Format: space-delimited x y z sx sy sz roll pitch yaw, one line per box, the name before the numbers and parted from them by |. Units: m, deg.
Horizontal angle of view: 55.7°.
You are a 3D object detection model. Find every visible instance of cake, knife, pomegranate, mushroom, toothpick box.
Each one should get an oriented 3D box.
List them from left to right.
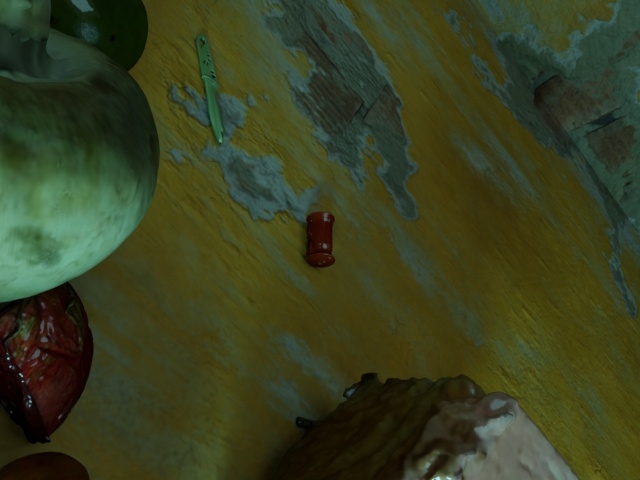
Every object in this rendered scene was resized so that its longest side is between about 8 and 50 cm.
mushroom | -0.297 -0.093 0.477 0.353 0.260 0.352 16 23 -7
pomegranate | -0.285 -0.226 0.707 0.187 0.187 0.225 -54 137 -49
knife | -0.170 -0.240 0.948 0.030 0.014 0.207 6 63 -44
toothpick box | 0.000 0.000 0.960 0.047 0.047 0.083 26 51 -36
cake | 0.111 0.346 0.654 0.314 0.293 0.306 -39 98 -35

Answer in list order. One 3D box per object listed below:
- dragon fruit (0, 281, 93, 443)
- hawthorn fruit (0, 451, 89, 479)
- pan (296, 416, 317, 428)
dragon fruit | -0.245 0.098 0.555 0.120 0.161 0.127 50 51 -11
hawthorn fruit | -0.234 0.246 0.497 0.125 0.125 0.140 50 37 -13
pan | 0.066 0.294 0.851 0.202 0.048 0.128 4 65 -46
